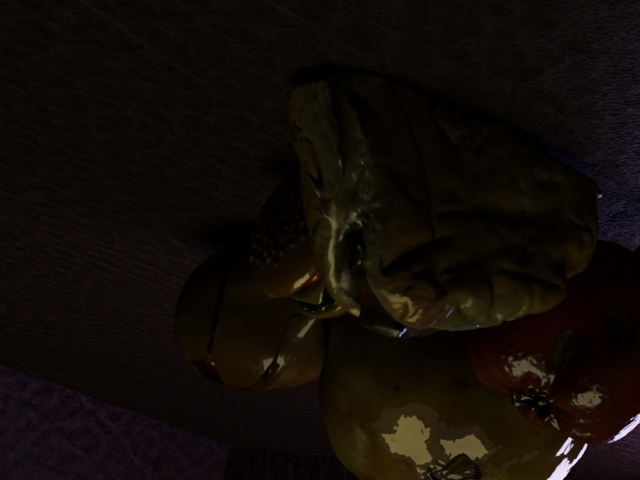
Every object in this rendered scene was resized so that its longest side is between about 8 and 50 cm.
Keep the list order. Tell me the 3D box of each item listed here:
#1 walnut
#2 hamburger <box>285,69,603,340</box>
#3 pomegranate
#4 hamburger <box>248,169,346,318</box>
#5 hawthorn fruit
[{"bbox_3d":[-0.068,0.090,2.053,0.203,0.203,0.298,17,164,-24],"label":"walnut"},{"bbox_3d":[0.093,-0.006,1.507,0.330,0.209,0.162,23,161,-35],"label":"hamburger"},{"bbox_3d":[0.158,0.153,1.906,0.332,0.333,0.332,10,166,2],"label":"pomegranate"},{"bbox_3d":[0.000,0.000,1.715,0.115,0.162,0.162,27,160,-31],"label":"hamburger"},{"bbox_3d":[0.273,0.072,1.671,0.207,0.243,0.207,35,163,12],"label":"hawthorn fruit"}]
